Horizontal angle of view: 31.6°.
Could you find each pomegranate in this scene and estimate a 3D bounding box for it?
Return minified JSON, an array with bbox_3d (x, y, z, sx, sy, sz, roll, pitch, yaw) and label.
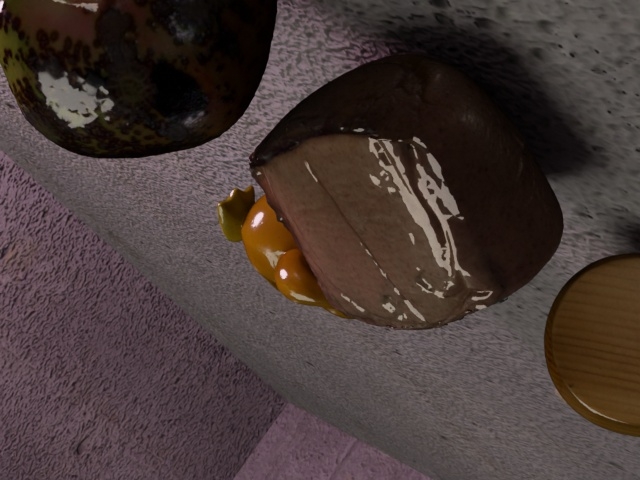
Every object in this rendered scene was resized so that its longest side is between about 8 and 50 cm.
[{"bbox_3d":[-0.177,-0.222,1.006,0.285,0.285,0.340,34,174,9],"label":"pomegranate"}]

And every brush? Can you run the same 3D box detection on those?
[{"bbox_3d":[0.354,0.118,1.110,0.267,0.174,0.166,14,172,20],"label":"brush"}]

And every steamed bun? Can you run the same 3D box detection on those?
[{"bbox_3d":[0.092,-0.060,1.089,0.301,0.199,0.251,-7,119,56],"label":"steamed bun"}]

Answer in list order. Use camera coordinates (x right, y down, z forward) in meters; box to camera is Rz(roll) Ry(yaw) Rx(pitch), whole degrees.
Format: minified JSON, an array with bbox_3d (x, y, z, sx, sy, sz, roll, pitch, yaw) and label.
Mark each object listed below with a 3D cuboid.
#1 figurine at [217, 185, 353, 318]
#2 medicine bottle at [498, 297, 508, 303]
[{"bbox_3d":[-0.005,0.003,1.513,0.228,0.215,0.215,0,143,49],"label":"figurine"},{"bbox_3d":[0.168,0.005,1.385,0.191,0.051,0.051,45,164,-28],"label":"medicine bottle"}]
